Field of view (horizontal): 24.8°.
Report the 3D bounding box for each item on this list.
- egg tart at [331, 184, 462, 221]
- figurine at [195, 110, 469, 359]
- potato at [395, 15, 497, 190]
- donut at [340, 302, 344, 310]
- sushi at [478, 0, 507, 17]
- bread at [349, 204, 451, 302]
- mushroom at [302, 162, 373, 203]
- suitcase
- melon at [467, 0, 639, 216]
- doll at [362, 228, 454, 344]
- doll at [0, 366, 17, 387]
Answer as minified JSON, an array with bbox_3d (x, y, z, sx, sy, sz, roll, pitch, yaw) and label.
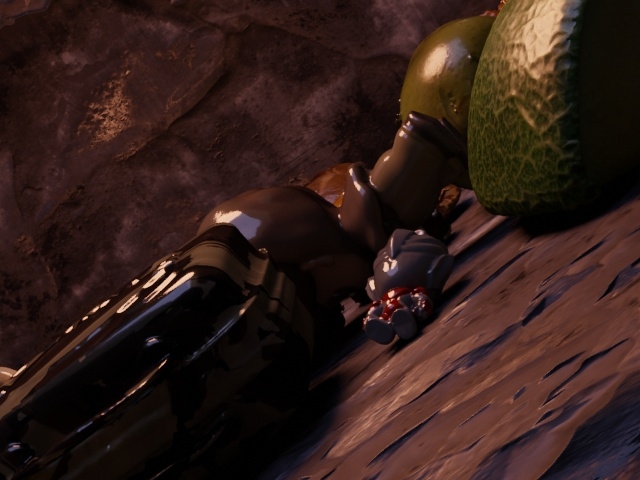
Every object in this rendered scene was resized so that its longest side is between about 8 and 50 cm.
[{"bbox_3d":[0.081,-0.028,1.990,0.241,0.106,0.241,-34,12,8],"label":"egg tart"},{"bbox_3d":[0.001,0.000,1.608,0.381,0.203,0.248,-37,7,13],"label":"figurine"},{"bbox_3d":[0.199,-0.162,1.759,0.216,0.216,0.304,-37,-7,8],"label":"potato"},{"bbox_3d":[-0.008,0.099,1.855,0.083,0.067,0.038,11,31,40],"label":"donut"},{"bbox_3d":[0.384,-0.319,2.062,0.349,0.207,0.234,-35,-4,-10],"label":"sushi"},{"bbox_3d":[0.085,0.007,1.783,0.160,0.073,0.160,-41,4,3],"label":"bread"},{"bbox_3d":[0.001,-0.012,2.222,0.278,0.146,0.278,-34,26,19],"label":"mushroom"},{"bbox_3d":[-0.169,0.162,1.335,0.351,0.194,0.339,-38,10,8],"label":"suitcase"},{"bbox_3d":[0.247,-0.146,1.431,0.343,0.226,0.331,154,127,-64],"label":"melon"},{"bbox_3d":[0.081,0.043,1.386,0.094,0.079,0.180,-20,23,23],"label":"doll"},{"bbox_3d":[-0.588,0.395,2.348,0.215,0.226,0.370,-3,28,21],"label":"doll"}]
